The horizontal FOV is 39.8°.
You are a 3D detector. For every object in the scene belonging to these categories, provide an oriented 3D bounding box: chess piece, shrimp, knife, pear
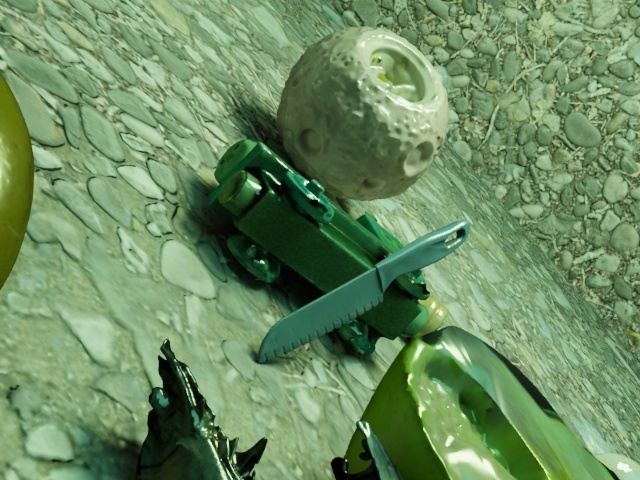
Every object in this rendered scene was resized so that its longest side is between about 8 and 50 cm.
[{"bbox_3d":[0.108,0.077,1.187,0.122,0.066,0.066,43,18,-3],"label":"chess piece"},{"bbox_3d":[-0.015,0.179,0.546,0.178,0.075,0.289,-8,45,-19],"label":"shrimp"},{"bbox_3d":[0.053,0.047,0.908,0.313,0.019,0.044,-26,112,-35],"label":"knife"},{"bbox_3d":[0.150,0.272,0.711,0.399,0.165,0.399,42,19,-18],"label":"pear"}]

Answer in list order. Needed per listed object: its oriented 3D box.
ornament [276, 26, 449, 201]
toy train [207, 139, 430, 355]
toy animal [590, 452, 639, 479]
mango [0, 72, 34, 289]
[{"bbox_3d":[0.059,-0.182,1.315,0.259,0.225,0.259,21,46,-23],"label":"ornament"},{"bbox_3d":[0.000,0.000,1.016,0.298,0.120,0.194,38,13,-29],"label":"toy train"},{"bbox_3d":[0.319,0.295,1.042,0.221,0.130,0.104,17,-1,-14],"label":"toy animal"},{"bbox_3d":[-0.244,-0.043,0.526,0.156,0.114,0.251,39,18,-48],"label":"mango"}]
